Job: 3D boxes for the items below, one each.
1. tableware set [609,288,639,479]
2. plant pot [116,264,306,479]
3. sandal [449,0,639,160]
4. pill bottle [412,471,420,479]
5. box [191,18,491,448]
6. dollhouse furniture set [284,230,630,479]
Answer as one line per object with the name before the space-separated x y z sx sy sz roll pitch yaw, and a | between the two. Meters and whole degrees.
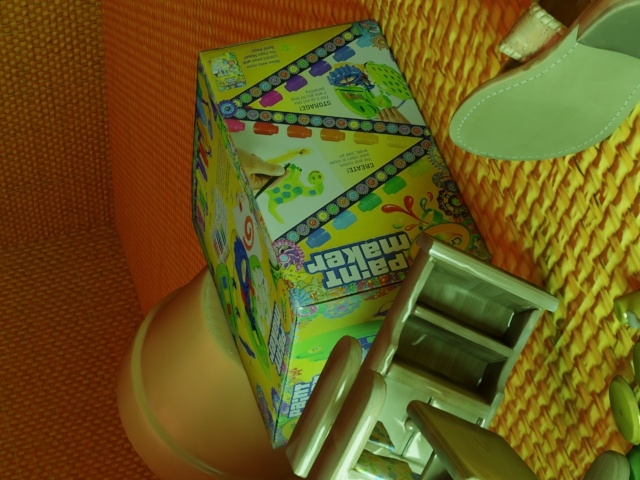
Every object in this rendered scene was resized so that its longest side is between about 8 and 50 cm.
tableware set | 0.213 0.107 0.795 0.104 0.024 0.154 -124 21 -73
plant pot | -0.067 0.133 1.394 0.290 0.291 0.203 68 149 28
sandal | 0.158 -0.120 0.738 0.240 0.088 0.079 142 145 -67
pill bottle | 0.143 0.299 1.016 0.245 0.131 0.130 -129 29 -58
box | 0.000 0.000 1.177 0.290 0.177 0.279 102 151 -58
dollhouse furniture set | 0.104 0.109 0.819 0.161 0.212 0.242 -64 13 6
